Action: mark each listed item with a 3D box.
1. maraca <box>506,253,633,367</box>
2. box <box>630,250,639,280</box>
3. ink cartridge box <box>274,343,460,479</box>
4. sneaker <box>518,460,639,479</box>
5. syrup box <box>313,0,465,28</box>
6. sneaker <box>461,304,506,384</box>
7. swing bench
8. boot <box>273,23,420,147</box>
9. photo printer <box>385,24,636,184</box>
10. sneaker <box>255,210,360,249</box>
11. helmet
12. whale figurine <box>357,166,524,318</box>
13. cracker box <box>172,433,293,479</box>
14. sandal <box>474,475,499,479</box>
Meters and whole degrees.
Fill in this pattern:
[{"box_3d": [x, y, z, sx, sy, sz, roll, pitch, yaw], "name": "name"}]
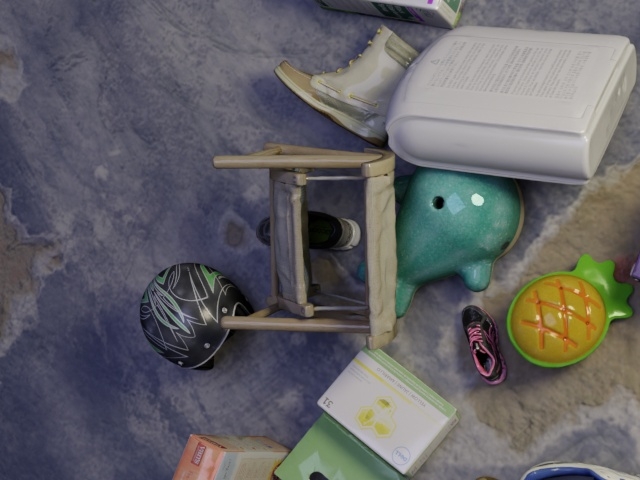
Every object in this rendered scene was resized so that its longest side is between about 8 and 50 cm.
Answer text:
[{"box_3d": [0.341, 0.097, 1.752, 0.186, 0.099, 0.127, -33, 78, -10], "name": "maraca"}, {"box_3d": [0.533, 0.017, 1.669, 0.207, 0.108, 0.153, 19, 89, 26], "name": "box"}, {"box_3d": [0.061, 0.287, 1.836, 0.171, 0.056, 0.235, 37, 80, 24], "name": "ink cartridge box"}, {"box_3d": [0.398, 0.350, 1.661, 0.297, 0.131, 0.111, 2, 80, 22], "name": "sneaker"}, {"box_3d": [0.097, -0.393, 1.942, 0.237, 0.093, 0.096, 15, 87, 25], "name": "syrup box"}, {"box_3d": [0.227, 0.145, 1.814, 0.047, 0.057, 0.119, -26, 70, 20], "name": "sneaker"}, {"box_3d": [0.000, 0.000, 1.796, 0.255, 0.165, 0.253, 5, 103, 26], "name": "swing bench"}, {"box_3d": [0.048, -0.260, 1.952, 0.213, 0.077, 0.165, 34, 97, 20], "name": "boot"}, {"box_3d": [0.254, -0.194, 1.768, 0.308, 0.107, 0.256, 8, 43, 25], "name": "photo printer"}, {"box_3d": [-0.028, -0.017, 1.946, 0.170, 0.075, 0.063, 4, 83, 25], "name": "sneaker"}, {"box_3d": [-0.194, 0.114, 1.951, 0.169, 0.161, 0.169, -4, 80, 24], "name": "helmet"}, {"box_3d": [0.159, -0.011, 1.824, 0.272, 0.141, 0.216, -43, 67, 17], "name": "whale figurine"}, {"box_3d": [-0.135, 0.362, 1.844, 0.067, 0.232, 0.155, 23, 91, 25], "name": "cracker box"}, {"box_3d": [0.271, 0.397, 1.754, 0.180, 0.072, 0.049, 42, 121, 20], "name": "sandal"}]
